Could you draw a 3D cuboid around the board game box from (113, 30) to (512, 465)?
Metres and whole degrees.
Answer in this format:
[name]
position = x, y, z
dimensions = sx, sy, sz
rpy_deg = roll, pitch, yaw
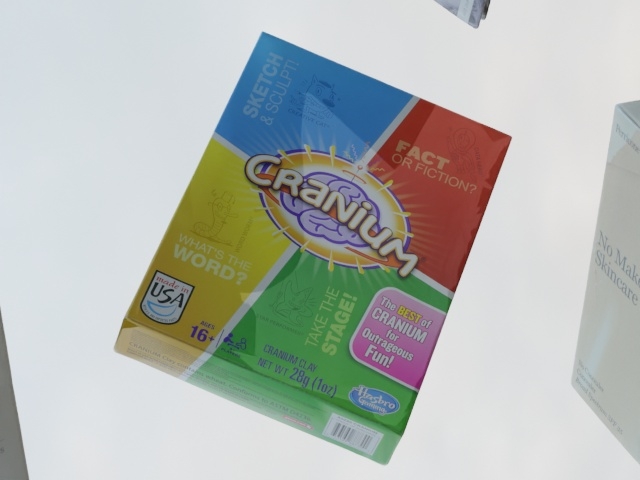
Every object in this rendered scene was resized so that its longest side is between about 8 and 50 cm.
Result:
[board game box]
position = 0.000, 0.000, 1.650
dimensions = 0.064, 0.242, 0.316
rpy_deg = 113, 179, -57

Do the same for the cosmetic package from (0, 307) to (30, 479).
[cosmetic package]
position = -0.377, 0.057, 1.510
dimensions = 0.230, 0.161, 0.453
rpy_deg = -20, -56, -27

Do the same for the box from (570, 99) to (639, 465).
[box]
position = 0.326, 0.033, 1.776
dimensions = 0.121, 0.148, 0.311
rpy_deg = -10, -56, -21

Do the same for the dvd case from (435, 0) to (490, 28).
[dvd case]
position = 0.060, -0.287, 1.677
dimensions = 0.018, 0.221, 0.164
rpy_deg = -48, -13, -23
